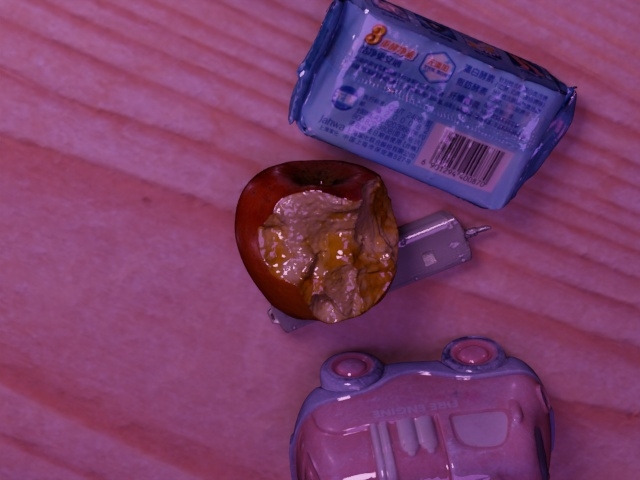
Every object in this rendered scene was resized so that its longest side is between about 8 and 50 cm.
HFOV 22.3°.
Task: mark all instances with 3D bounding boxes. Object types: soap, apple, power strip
[{"bbox_3d":[0.108,-0.135,1.602,0.293,0.077,0.156,22,112,-19],"label":"soap"},{"bbox_3d":[-0.004,0.002,1.623,0.156,0.147,0.158,-18,117,-34],"label":"apple"},{"bbox_3d":[0.061,0.029,1.713,0.252,0.027,0.060,-22,118,4],"label":"power strip"}]

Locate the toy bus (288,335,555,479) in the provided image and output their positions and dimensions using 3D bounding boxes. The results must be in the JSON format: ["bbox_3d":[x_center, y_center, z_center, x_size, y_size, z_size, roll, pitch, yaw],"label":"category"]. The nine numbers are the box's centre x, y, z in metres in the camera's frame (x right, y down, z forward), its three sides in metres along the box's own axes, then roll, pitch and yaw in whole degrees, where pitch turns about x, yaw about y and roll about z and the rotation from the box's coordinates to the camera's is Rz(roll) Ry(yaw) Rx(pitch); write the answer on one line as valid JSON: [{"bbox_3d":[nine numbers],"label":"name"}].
[{"bbox_3d":[0.117,0.249,1.723,0.294,0.232,0.197,-5,119,-4],"label":"toy bus"}]
